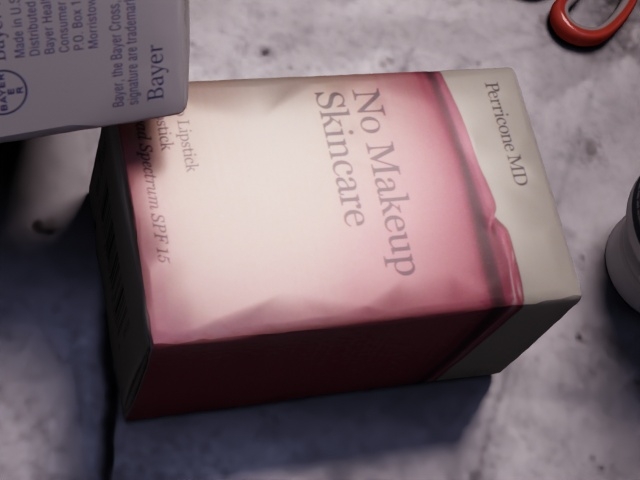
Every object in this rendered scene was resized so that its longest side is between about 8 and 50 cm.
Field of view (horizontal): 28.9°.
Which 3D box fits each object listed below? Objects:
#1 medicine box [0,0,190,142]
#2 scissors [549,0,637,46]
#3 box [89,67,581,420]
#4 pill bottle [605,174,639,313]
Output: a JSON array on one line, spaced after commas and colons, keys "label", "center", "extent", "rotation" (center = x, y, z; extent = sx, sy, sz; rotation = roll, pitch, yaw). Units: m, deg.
[{"label": "medicine box", "center": [-0.239, -0.157, 0.606], "extent": [0.289, 0.149, 0.263], "rotation": [-11, 33, -21]}, {"label": "scissors", "center": [0.226, -0.261, 0.933], "extent": [0.109, 0.021, 0.297], "rotation": [34, 61, 4]}, {"label": "box", "center": [0.000, 0.000, 0.685], "extent": [0.232, 0.127, 0.148], "rotation": [-6, 67, -18]}, {"label": "pill bottle", "center": [0.245, -0.019, 0.734], "extent": [0.108, 0.180, 0.108], "rotation": [6, 65, -14]}]
